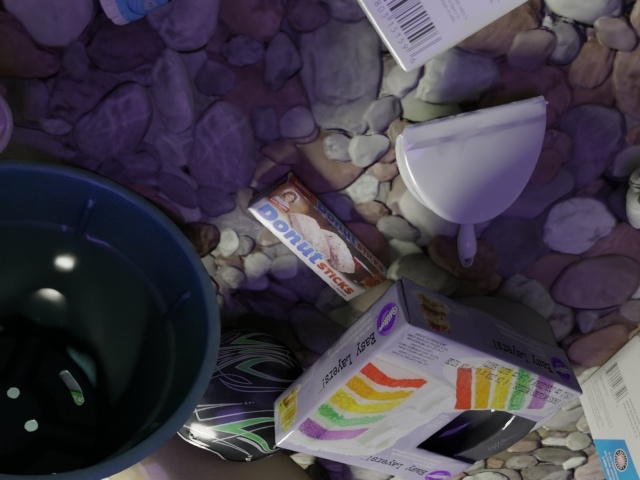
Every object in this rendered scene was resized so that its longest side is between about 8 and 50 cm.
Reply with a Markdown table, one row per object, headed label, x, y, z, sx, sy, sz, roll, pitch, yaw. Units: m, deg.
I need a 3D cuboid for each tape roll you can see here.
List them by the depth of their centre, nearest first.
| label | x | y | z | sx | sy | sz | roll | pitch | yaw |
| --- | --- | --- | --- | --- | --- | --- | --- | --- | --- |
| tape roll | 0.201 | 0.173 | 0.785 | 0.219 | 0.072 | 0.219 | 2 | 129 | 3 |

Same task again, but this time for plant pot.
| label | x | y | z | sx | sy | sz | roll | pitch | yaw |
| --- | --- | --- | --- | --- | --- | --- | --- | --- | --- |
| plant pot | -0.334 | 0.145 | 0.673 | 0.341 | 0.341 | 0.334 | 27 | 135 | -16 |
| plant pot | -0.175 | 0.350 | 0.860 | 0.256 | 0.256 | 0.274 | -21 | 119 | 21 |

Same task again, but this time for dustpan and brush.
| label | x | y | z | sx | sy | sz | roll | pitch | yaw |
| --- | --- | --- | --- | --- | --- | --- | --- | --- | --- |
| dustpan and brush | 0.156 | -0.046 | 0.631 | 0.147 | 0.060 | 0.211 | -12 | 121 | -1 |

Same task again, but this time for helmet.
| label | x | y | z | sx | sy | sz | roll | pitch | yaw |
| --- | --- | --- | --- | --- | --- | --- | --- | --- | --- |
| helmet | -0.106 | 0.193 | 0.775 | 0.169 | 0.169 | 0.161 | -21 | 136 | 21 |

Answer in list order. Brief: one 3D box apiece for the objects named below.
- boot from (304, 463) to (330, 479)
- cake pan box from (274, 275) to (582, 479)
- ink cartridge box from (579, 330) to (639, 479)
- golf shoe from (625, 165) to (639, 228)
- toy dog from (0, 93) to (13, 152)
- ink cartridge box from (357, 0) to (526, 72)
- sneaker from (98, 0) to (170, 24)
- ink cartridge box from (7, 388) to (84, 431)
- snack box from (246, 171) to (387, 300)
| label | x | y | z | sx | sy | sz | roll | pitch | yaw |
| --- | --- | --- | --- | --- | --- | --- | --- | --- | --- |
| boot | -0.081 | 0.457 | 1.051 | 0.208 | 0.076 | 0.190 | -3 | 127 | 17 |
| cake pan box | 0.118 | 0.178 | 0.684 | 0.266 | 0.070 | 0.246 | 25 | 127 | -27 |
| ink cartridge box | 0.467 | 0.202 | 0.718 | 0.168 | 0.171 | 0.233 | 19 | 129 | -10 |
| golf shoe | 0.399 | -0.048 | 0.606 | 0.176 | 0.069 | 0.086 | -3 | 149 | 11 |
| toy dog | -0.321 | -0.165 | 0.437 | 0.220 | 0.161 | 0.334 | -2 | 126 | -38 |
| ink cartridge box | 0.091 | -0.297 | 0.424 | 0.238 | 0.060 | 0.275 | -28 | 121 | 24 |
| sneaker | -0.163 | -0.263 | 0.487 | 0.073 | 0.063 | 0.162 | -15 | 132 | -5 |
| ink cartridge box | -0.499 | 0.312 | 0.936 | 0.272 | 0.115 | 0.198 | 17 | 128 | -8 |
| snack box | 0.000 | 0.000 | 0.696 | 0.064 | 0.022 | 0.178 | -31 | 120 | 28 |
